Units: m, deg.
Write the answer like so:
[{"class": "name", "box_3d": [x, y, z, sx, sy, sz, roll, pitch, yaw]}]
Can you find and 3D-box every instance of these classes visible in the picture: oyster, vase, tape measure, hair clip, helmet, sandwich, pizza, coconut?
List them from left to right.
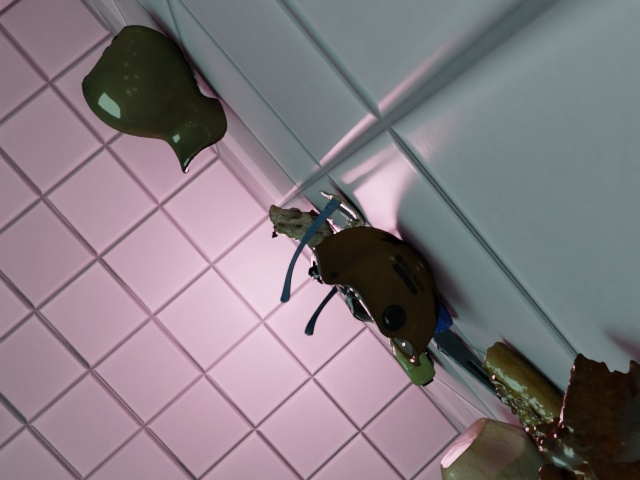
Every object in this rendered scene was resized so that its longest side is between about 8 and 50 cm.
[{"class": "vase", "box_3d": [-0.375, -0.357, 1.322, 0.302, 0.241, 0.329, 37, -151, -26]}, {"class": "oyster", "box_3d": [0.000, -0.003, 1.327, 0.354, 0.107, 0.201, 33, -171, 24]}, {"class": "helmet", "box_3d": [0.091, 0.063, 0.804, 0.224, 0.130, 0.198, 41, 177, -4]}, {"class": "tape measure", "box_3d": [0.258, 0.327, 1.533, 0.177, 0.087, 0.154, 54, -175, -30]}, {"class": "hair clip", "box_3d": [0.290, 0.235, 0.962, 0.229, 0.039, 0.070, 40, 171, 31]}, {"class": "coconut", "box_3d": [0.375, 0.511, 1.144, 0.259, 0.259, 0.259, 48, 175, 6]}, {"class": "pizza", "box_3d": [0.303, 0.242, 0.737, 0.246, 0.058, 0.127, 52, 174, -14]}, {"class": "sandwich", "box_3d": [0.220, 0.188, 0.385, 0.160, 0.185, 0.109, 45, 167, 1]}]

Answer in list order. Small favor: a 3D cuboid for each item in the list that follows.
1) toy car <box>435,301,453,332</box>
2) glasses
[{"class": "toy car", "box_3d": [0.148, 0.101, 0.952, 0.103, 0.063, 0.216, 52, 174, -23]}, {"class": "glasses", "box_3d": [0.025, 0.048, 0.943, 0.088, 0.221, 0.190, 8, 147, 24]}]
